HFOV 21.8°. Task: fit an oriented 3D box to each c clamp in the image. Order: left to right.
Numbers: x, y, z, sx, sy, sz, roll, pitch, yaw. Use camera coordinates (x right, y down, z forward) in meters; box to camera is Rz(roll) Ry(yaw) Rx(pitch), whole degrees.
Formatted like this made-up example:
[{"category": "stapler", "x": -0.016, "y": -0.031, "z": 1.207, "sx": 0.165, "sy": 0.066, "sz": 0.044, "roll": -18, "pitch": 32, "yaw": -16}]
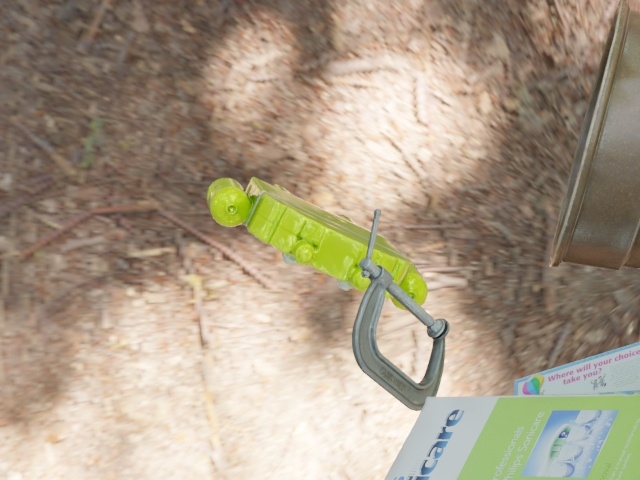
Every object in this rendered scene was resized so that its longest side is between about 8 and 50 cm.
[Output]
[{"category": "c clamp", "x": 0.075, "y": 0.073, "z": 1.497, "sx": 0.022, "sy": 0.160, "sz": 0.137, "roll": -4, "pitch": 53, "yaw": 37}]

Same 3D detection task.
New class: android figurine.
[{"category": "android figurine", "x": 0.000, "y": 0.000, "z": 1.723, "sx": 0.248, "sy": 0.273, "sz": 0.056, "roll": 25, "pitch": 97, "yaw": -12}]

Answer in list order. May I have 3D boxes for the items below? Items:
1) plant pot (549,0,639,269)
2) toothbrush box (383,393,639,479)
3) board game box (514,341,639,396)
[{"category": "plant pot", "x": 0.237, "y": -0.044, "z": 0.994, "sx": 0.165, "sy": 0.167, "sz": 0.167, "roll": 14, "pitch": 92, "yaw": 5}, {"category": "toothbrush box", "x": 0.189, "y": 0.189, "z": 0.889, "sx": 0.283, "sy": 0.122, "sz": 0.206, "roll": -9, "pitch": 131, "yaw": 46}, {"category": "board game box", "x": 0.233, "y": 0.142, "z": 1.380, "sx": 0.154, "sy": 0.026, "sz": 0.103, "roll": -21, "pitch": 40, "yaw": 28}]
